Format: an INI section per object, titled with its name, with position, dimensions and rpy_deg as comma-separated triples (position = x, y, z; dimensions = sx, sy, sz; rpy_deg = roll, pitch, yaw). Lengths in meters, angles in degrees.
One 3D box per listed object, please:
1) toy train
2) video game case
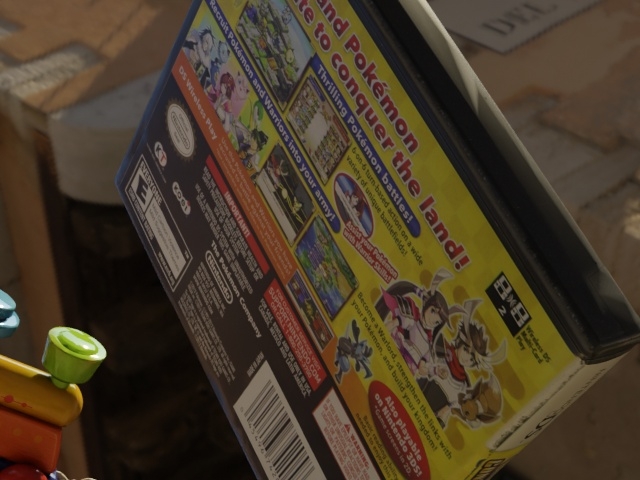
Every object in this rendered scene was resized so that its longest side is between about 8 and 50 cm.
[toy train]
position = -0.208, 0.132, 0.958
dimensions = 0.248, 0.105, 0.143
rpy_deg = 25, -76, -22
[video game case]
position = 0.000, 0.000, 0.579
dimensions = 0.035, 0.275, 0.248
rpy_deg = -11, -30, -35
